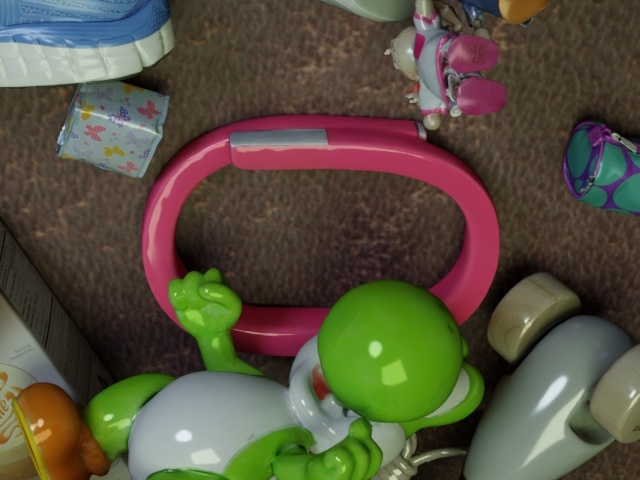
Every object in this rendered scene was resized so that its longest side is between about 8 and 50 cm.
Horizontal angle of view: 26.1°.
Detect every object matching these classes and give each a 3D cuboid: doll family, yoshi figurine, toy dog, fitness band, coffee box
[{"bbox_3d":[0.095,-0.209,0.926,0.118,0.163,0.263,-17,111,-10],"label":"doll family"},{"bbox_3d":[-0.039,0.120,1.045,0.362,0.203,0.203,-17,98,-16],"label":"yoshi figurine"},{"bbox_3d":[0.183,0.183,1.181,0.333,0.220,0.161,-41,147,26],"label":"toy dog"},{"bbox_3d":[0.000,0.000,1.122,0.291,0.054,0.209,2,123,-4],"label":"fitness band"},{"bbox_3d":[-0.270,0.111,1.134,0.141,0.098,0.246,-26,119,8],"label":"coffee box"}]

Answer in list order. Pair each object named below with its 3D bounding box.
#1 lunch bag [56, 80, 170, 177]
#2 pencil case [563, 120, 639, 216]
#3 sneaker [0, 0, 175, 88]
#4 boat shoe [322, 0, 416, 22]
[{"bbox_3d":[-0.161,-0.085,1.056,0.071,0.053,0.083,16,143,-14],"label":"lunch bag"},{"bbox_3d":[0.275,-0.050,1.103,0.151,0.064,0.070,11,143,-11],"label":"pencil case"},{"bbox_3d":[-0.274,-0.177,0.971,0.330,0.130,0.147,-8,106,-4],"label":"sneaker"},{"bbox_3d":[-0.020,-0.216,0.975,0.227,0.081,0.079,19,82,-40],"label":"boat shoe"}]
